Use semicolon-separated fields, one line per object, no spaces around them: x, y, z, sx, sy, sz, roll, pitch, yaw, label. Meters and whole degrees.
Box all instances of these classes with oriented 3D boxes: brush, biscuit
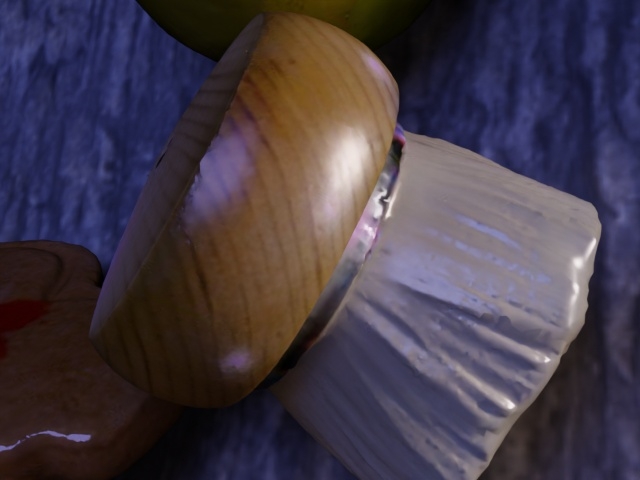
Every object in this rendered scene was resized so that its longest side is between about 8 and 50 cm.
0.000;0.000;0.583;0.174;0.166;0.267;-62;14;5;brush
-0.217;0.055;0.668;0.333;0.047;0.202;10;36;31;biscuit

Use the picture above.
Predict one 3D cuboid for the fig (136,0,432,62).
-0.024;-0.196;0.672;0.207;0.207;0.230;-41;16;4;fig
